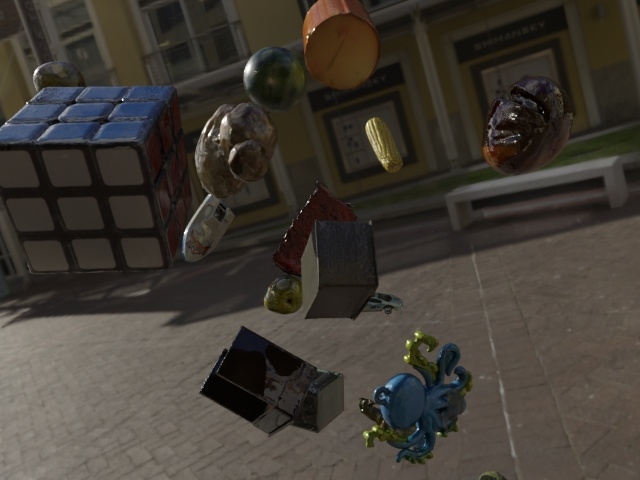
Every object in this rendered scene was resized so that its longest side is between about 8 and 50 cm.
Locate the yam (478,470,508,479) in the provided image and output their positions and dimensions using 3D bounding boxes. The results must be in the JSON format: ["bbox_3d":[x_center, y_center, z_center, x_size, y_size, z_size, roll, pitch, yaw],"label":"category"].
[{"bbox_3d":[0.503,0.743,1.624,0.107,0.107,0.194,-15,3,12],"label":"yam"}]

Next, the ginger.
[{"bbox_3d":[-0.207,-0.232,1.423,0.155,0.245,0.304,16,-10,-26],"label":"ginger"}]

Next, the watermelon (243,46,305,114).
[{"bbox_3d":[-0.172,-0.602,2.143,0.242,0.243,0.242,-17,8,3],"label":"watermelon"}]

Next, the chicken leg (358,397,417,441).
[{"bbox_3d":[0.208,0.581,1.817,0.227,0.103,0.088,23,-14,20],"label":"chicken leg"}]

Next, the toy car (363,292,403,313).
[{"bbox_3d":[0.173,0.206,1.899,0.204,0.056,0.095,-3,15,9],"label":"toy car"}]

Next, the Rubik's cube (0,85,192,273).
[{"bbox_3d":[-0.456,-0.135,1.202,0.300,0.304,0.305,-1,33,1],"label":"Rubik's cube"}]

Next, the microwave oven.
[{"bbox_3d":[-0.083,0.596,2.233,0.295,0.181,0.237,5,10,30],"label":"microwave oven"}]

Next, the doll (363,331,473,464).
[{"bbox_3d":[0.276,0.432,1.562,0.341,0.346,0.098,20,-8,-34],"label":"doll"}]

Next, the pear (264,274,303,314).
[{"bbox_3d":[-0.116,0.168,1.860,0.140,0.104,0.141,1,23,0],"label":"pear"}]

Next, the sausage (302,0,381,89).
[{"bbox_3d":[0.061,-0.620,1.770,0.233,0.233,0.287,-16,34,9],"label":"sausage"}]

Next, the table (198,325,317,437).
[{"bbox_3d":[-0.206,0.457,1.835,0.250,0.282,0.196,-49,11,53],"label":"table"}]

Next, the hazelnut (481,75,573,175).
[{"bbox_3d":[0.517,-0.277,1.419,0.252,0.217,0.217,-55,4,8],"label":"hazelnut"}]

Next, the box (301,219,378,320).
[{"bbox_3d":[0.039,0.082,1.431,0.143,0.184,0.273,0,-24,-11],"label":"box"}]

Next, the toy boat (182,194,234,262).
[{"bbox_3d":[-0.408,-0.030,2.016,0.088,0.129,0.295,-22,31,39],"label":"toy boat"}]

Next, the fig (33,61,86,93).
[{"bbox_3d":[-0.761,-0.450,1.717,0.149,0.149,0.245,-23,47,-34],"label":"fig"}]

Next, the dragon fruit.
[{"bbox_3d":[0.000,0.000,2.043,0.344,0.282,0.100,-57,14,-9],"label":"dragon fruit"}]

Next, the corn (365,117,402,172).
[{"bbox_3d":[0.178,-0.272,1.604,0.067,0.206,0.067,-12,-37,-9],"label":"corn"}]
